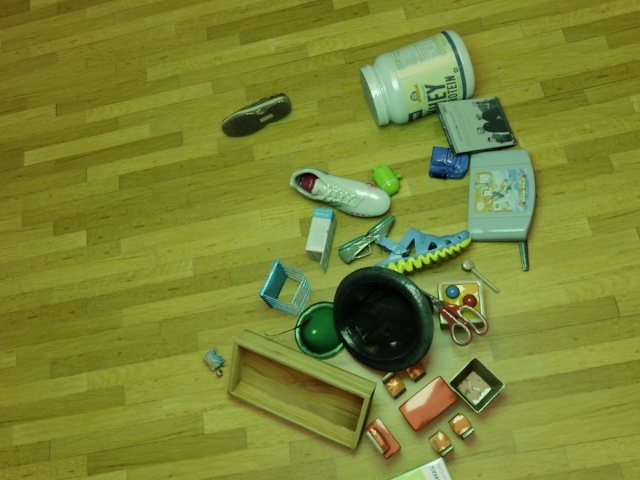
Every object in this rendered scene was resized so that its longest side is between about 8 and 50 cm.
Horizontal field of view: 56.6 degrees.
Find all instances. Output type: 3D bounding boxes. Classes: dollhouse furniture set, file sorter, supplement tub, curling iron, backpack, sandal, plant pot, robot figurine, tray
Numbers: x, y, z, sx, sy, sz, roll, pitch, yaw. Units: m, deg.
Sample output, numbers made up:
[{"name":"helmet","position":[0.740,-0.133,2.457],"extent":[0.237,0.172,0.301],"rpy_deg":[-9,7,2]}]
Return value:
[{"name":"dollhouse furniture set","position":[0.253,0.480,1.627],"extent":[0.259,0.135,0.262],"rpy_deg":[-38,68,-5]},{"name":"file sorter","position":[-0.101,0.150,1.796],"extent":[0.104,0.170,0.118],"rpy_deg":[22,75,13]},{"name":"supplement tub","position":[0.310,-0.520,1.932],"extent":[0.324,0.235,0.235],"rpy_deg":[-20,68,3]},{"name":"curling iron","position":[0.624,-0.041,1.807],"extent":[0.068,0.035,0.274],"rpy_deg":[3,70,11]},{"name":"backpack","position":[0.410,-0.247,1.888],"extent":[0.120,0.101,0.098],"rpy_deg":[9,79,10]},{"name":"sandal","position":[0.296,0.020,1.793],"extent":[0.317,0.126,0.138],"rpy_deg":[-17,73,2]},{"name":"plant pot","position":[0.428,0.403,1.646],"extent":[0.109,0.096,0.109],"rpy_deg":[-43,70,-7]},{"name":"robot figurine","position":[0.212,-0.195,1.920],"extent":[0.101,0.067,0.115],"rpy_deg":[-30,68,0]},{"name":"tray","position":[-0.061,0.418,1.681],"extent":[0.410,0.076,0.203],"rpy_deg":[19,118,15]}]

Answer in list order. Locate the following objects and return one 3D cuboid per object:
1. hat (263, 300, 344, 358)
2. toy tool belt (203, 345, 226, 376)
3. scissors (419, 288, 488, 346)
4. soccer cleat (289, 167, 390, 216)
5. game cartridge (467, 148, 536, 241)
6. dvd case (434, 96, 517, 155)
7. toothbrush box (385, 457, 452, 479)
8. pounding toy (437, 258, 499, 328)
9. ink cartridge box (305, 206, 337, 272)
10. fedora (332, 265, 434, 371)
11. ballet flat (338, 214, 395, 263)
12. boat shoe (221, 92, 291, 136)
[{"name":"hat","position":[-0.016,0.253,1.733],"extent":[0.173,0.183,0.208],"rpy_deg":[33,79,20]},{"name":"toy tool belt","position":[-0.316,0.369,1.816],"extent":[0.051,0.052,0.083],"rpy_deg":[-45,69,1]},{"name":"scissors","position":[0.345,0.174,1.692],"extent":[0.109,0.021,0.297],"rpy_deg":[-47,63,10]},{"name":"soccer cleat","position":[0.053,-0.147,1.880],"extent":[0.331,0.143,0.116],"rpy_deg":[18,102,20]},{"name":"game cartridge","position":[0.558,-0.143,1.825],"extent":[0.198,0.062,0.297],"rpy_deg":[-4,68,28]},{"name":"dvd case","position":[0.494,-0.366,1.888],"extent":[0.238,0.029,0.179],"rpy_deg":[-11,75,-22]},{"name":"toothbrush box","position":[0.208,0.671,1.528],"extent":[0.283,0.206,0.122],"rpy_deg":[-23,67,2]},{"name":"pounding toy","position":[0.435,0.146,1.740],"extent":[0.181,0.094,0.206],"rpy_deg":[-3,70,9]},{"name":"ink cartridge box","position":[0.000,0.000,1.866],"extent":[0.061,0.104,0.181],"rpy_deg":[8,71,13]},{"name":"fedora","position":[0.199,0.208,1.689],"extent":[0.334,0.152,0.334],"rpy_deg":[11,107,37]},{"name":"ballet flat","position":[0.156,0.000,1.869],"extent":[0.213,0.072,0.068],"rpy_deg":[-32,95,-2]},{"name":"boat shoe","position":[-0.226,-0.446,2.091],"extent":[0.257,0.095,0.095],"rpy_deg":[-18,44,5]}]
